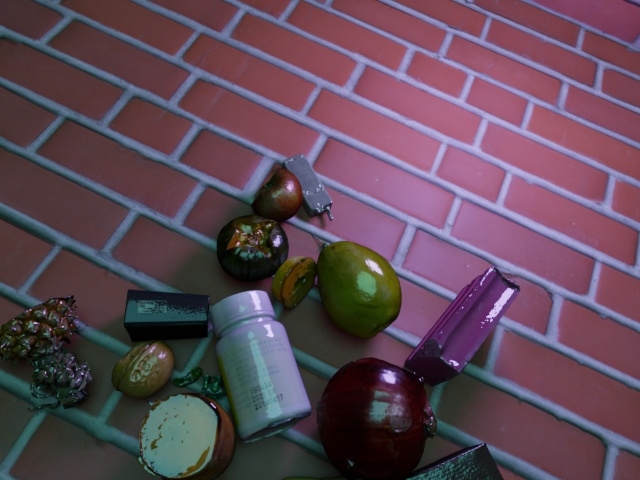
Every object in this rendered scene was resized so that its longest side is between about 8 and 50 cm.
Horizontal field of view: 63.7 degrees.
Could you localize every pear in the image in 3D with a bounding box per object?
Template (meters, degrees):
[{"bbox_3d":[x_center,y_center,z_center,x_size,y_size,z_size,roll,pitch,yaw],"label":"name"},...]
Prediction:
[{"bbox_3d":[0.115,0.147,1.605,0.252,0.253,0.307,-25,58,-20],"label":"pear"}]

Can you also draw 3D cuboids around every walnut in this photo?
[{"bbox_3d":[-0.491,0.360,1.450,0.144,0.144,0.180,31,58,7],"label":"walnut"}]

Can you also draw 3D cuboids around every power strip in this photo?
[{"bbox_3d":[-0.036,-0.181,1.849,0.093,0.053,0.288,-22,69,-21],"label":"power strip"}]

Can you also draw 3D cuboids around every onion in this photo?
[{"bbox_3d":[0.137,0.486,1.369,0.340,0.341,0.342,4,63,-7],"label":"onion"}]

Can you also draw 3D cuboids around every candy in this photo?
[{"bbox_3d":[0.000,0.000,1.781,0.023,0.025,0.083,-44,70,-8],"label":"candy"}]

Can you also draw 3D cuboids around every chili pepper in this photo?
[{"bbox_3d":[-0.385,0.402,1.510,0.091,0.034,0.030,-27,37,-20],"label":"chili pepper"}]

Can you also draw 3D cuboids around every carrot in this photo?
[{"bbox_3d":[-0.324,0.497,1.291,0.224,0.341,0.224,3,63,-7],"label":"carrot"}]

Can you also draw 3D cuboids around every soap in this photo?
[{"bbox_3d":[0.435,0.267,1.598,0.128,0.233,0.359,41,64,10],"label":"soap"}]

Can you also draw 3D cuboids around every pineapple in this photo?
[{"bbox_3d":[-0.729,0.329,1.399,0.262,0.262,0.272,-30,84,-22],"label":"pineapple"}]

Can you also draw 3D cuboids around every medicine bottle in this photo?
[{"bbox_3d":[-0.178,0.350,1.464,0.213,0.214,0.379,-14,66,-16],"label":"medicine bottle"}]

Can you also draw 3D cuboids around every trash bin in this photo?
[{"bbox_3d":[-0.444,0.225,1.514,0.225,0.165,0.115,3,62,-11],"label":"trash bin"}]

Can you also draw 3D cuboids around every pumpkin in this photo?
[{"bbox_3d":[-0.218,0.026,1.654,0.237,0.159,0.238,6,46,-7],"label":"pumpkin"}]

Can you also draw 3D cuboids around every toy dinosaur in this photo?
[{"bbox_3d":[-0.309,0.440,1.490,0.132,0.059,0.096,6,74,0],"label":"toy dinosaur"}]

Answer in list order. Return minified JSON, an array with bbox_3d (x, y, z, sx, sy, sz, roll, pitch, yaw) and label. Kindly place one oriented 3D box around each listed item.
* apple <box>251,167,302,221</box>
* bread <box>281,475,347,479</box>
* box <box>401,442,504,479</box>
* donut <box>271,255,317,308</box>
[{"bbox_3d":[-0.142,-0.148,1.747,0.160,0.173,0.195,26,65,7],"label":"apple"},{"bbox_3d":[0.027,0.707,1.383,0.304,0.091,0.142,4,55,-7],"label":"bread"},{"bbox_3d":[0.341,0.675,1.402,0.273,0.184,0.143,-17,66,-16],"label":"box"},{"bbox_3d":[-0.085,0.124,1.633,0.065,0.162,0.178,22,50,31],"label":"donut"}]
